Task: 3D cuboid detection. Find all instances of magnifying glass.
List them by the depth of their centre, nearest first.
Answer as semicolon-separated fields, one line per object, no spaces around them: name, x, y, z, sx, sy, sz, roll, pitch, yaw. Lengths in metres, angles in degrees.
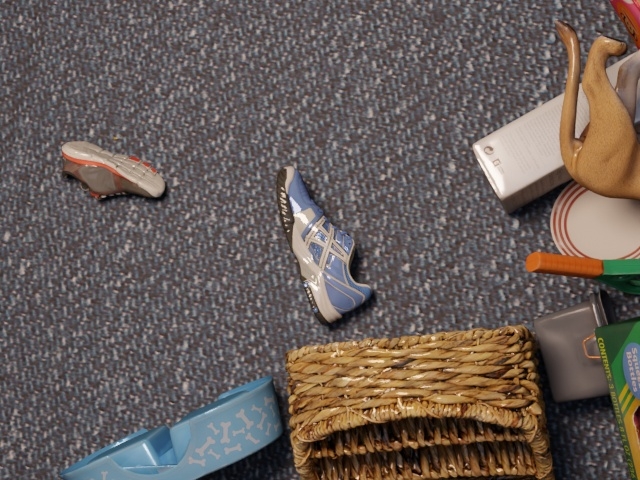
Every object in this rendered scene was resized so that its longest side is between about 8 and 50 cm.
magnifying glass;0.345;0.037;1.374;0.231;0.092;0.026;8;69;-24

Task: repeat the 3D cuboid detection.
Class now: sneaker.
sneaker;0.000;0.000;1.513;0.081;0.080;0.211;-21;88;2
sneaker;-0.285;-0.083;1.601;0.158;0.061;0.064;24;114;15

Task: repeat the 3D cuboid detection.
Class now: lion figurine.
lion figurine;0.410;-0.082;1.333;0.392;0.142;0.240;23;113;6

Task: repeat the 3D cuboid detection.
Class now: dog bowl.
dog bowl;-0.180;0.264;1.470;0.297;0.166;0.074;-24;89;8

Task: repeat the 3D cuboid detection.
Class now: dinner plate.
dinner plate;0.357;-0.024;1.450;0.141;0.017;0.141;-7;65;16

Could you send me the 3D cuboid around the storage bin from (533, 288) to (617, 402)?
storage bin;0.316;0.137;1.414;0.091;0.098;0.135;-18;78;20

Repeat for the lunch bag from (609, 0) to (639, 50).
lunch bag;0.500;-0.314;1.421;0.258;0.120;0.293;-27;77;7

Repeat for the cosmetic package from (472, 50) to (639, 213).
cosmetic package;0.309;-0.129;1.439;0.231;0.117;0.085;-29;77;8

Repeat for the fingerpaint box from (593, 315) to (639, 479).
fingerpaint box;0.471;0.275;1.178;0.163;0.371;0.444;-12;86;-14

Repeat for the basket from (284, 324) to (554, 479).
basket;0.117;0.225;1.377;0.299;0.213;0.223;-6;80;12
